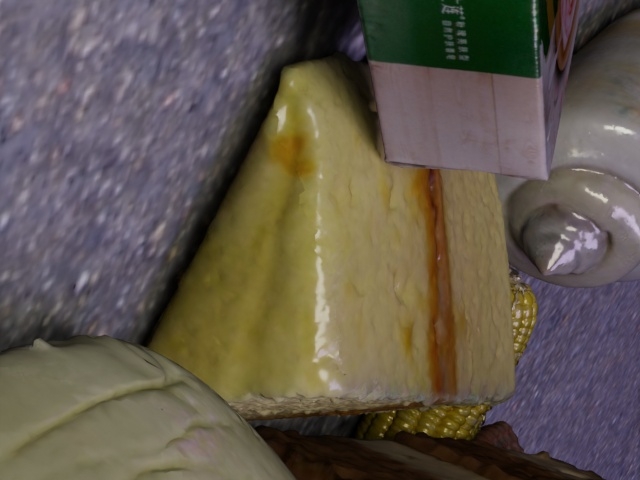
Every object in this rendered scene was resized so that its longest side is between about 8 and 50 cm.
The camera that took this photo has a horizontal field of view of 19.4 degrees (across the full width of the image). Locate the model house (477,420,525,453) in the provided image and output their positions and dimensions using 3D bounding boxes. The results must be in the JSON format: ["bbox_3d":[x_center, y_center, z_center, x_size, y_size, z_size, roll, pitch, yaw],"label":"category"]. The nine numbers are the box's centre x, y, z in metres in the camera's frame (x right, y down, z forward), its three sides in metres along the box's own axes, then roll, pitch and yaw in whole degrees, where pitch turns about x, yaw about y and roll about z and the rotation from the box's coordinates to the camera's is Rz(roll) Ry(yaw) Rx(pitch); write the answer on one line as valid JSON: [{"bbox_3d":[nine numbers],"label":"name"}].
[{"bbox_3d":[0.101,0.171,1.244,0.148,0.119,0.148,-18,126,-57],"label":"model house"}]

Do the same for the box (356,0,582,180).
[{"bbox_3d":[0.066,-0.132,0.781,0.199,0.081,0.135,78,23,-61],"label":"box"}]

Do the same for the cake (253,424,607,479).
[{"bbox_3d":[0.099,0.252,0.997,0.290,0.282,0.255,13,93,-46],"label":"cake"}]

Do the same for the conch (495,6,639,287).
[{"bbox_3d":[0.191,-0.054,1.116,0.255,0.127,0.158,-46,152,-32],"label":"conch"}]

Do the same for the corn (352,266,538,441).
[{"bbox_3d":[0.064,0.103,1.131,0.203,0.072,0.072,-62,157,9],"label":"corn"}]

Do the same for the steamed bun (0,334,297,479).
[{"bbox_3d":[-0.098,0.214,0.734,0.312,0.233,0.333,-32,146,-45],"label":"steamed bun"}]

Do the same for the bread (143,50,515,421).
[{"bbox_3d":[0.000,0.000,0.930,0.240,0.135,0.178,7,78,-64],"label":"bread"}]
